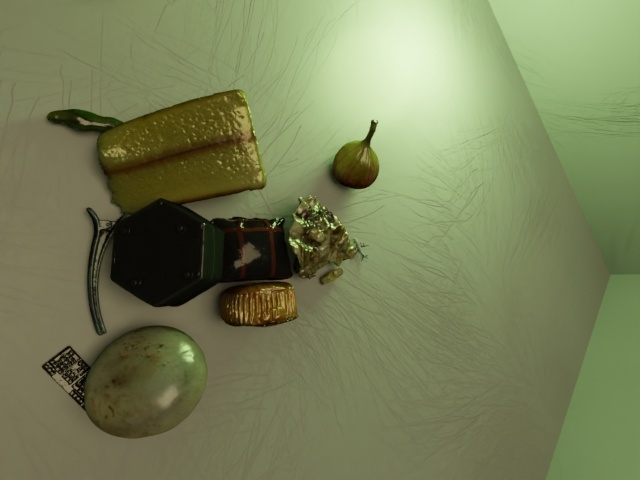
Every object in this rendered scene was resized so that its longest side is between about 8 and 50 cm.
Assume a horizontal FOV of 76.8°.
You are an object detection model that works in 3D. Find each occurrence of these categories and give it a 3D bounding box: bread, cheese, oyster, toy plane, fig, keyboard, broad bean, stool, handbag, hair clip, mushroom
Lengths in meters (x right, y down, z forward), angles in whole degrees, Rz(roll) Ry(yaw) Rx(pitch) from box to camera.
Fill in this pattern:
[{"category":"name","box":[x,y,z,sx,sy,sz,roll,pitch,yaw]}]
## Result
[{"category":"bread","box":[-0.331,-0.217,0.998,0.361,0.245,0.233,-15,109,-7]},{"category":"cheese","box":[0.037,0.110,1.263,0.083,0.044,0.030,-25,84,-33]},{"category":"oyster","box":[0.002,0.000,1.165,0.351,0.114,0.238,29,68,-56]},{"category":"toy plane","box":[0.131,0.028,1.351,0.078,0.024,0.084,-37,101,-28]},{"category":"fig","box":[0.115,-0.277,1.278,0.160,0.143,0.231,-29,131,-30]},{"category":"keyboard","box":[-0.497,0.322,0.866,0.061,0.013,0.204,-43,110,-32]},{"category":"broad bean","box":[-0.494,-0.257,0.906,0.195,0.046,0.061,21,71,-35]},{"category":"stool","box":[-0.330,0.029,0.886,0.232,0.141,0.232,-1,82,5]},{"category":"handbag","box":[-0.185,0.022,1.038,0.215,0.155,0.170,0,83,-30]},{"category":"bread","box":[-0.156,0.154,1.022,0.199,0.199,0.104,-4,88,-37]},{"category":"hair clip","box":[-0.485,0.069,0.888,0.083,0.048,0.276,8,86,-37]},{"category":"mushroom","box":[-0.360,0.315,0.871,0.243,0.243,0.244,4,83,-36]}]
